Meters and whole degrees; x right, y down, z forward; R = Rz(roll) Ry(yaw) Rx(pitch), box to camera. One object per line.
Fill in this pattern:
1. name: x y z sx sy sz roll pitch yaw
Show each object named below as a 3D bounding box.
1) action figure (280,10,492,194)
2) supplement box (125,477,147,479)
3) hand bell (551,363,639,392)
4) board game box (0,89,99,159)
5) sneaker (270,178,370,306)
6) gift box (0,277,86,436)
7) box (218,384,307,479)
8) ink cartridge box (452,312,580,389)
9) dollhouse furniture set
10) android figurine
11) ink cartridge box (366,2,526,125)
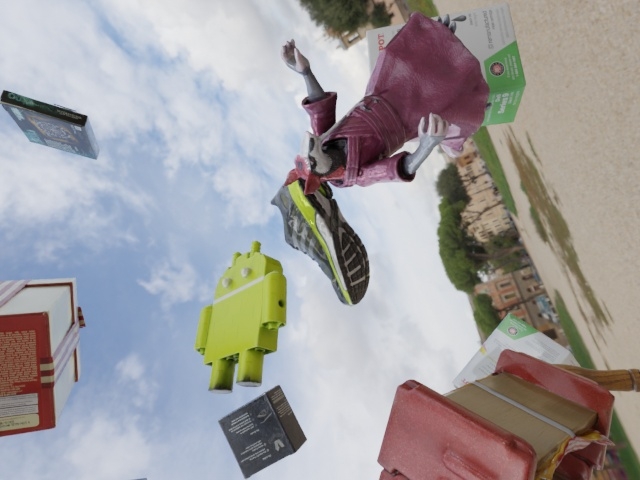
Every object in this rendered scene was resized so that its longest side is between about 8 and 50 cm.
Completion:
1. action figure: 0.084 -0.191 0.673 0.248 0.370 0.275 48 168 14
2. supplement box: -0.345 0.499 0.754 0.056 0.083 0.083 14 -98 -34
3. hand bell: 0.351 0.161 0.475 0.126 0.242 0.126 -7 -90 -68
4. board game box: -0.491 -0.207 0.767 0.126 0.186 0.026 15 -103 -21
5. sneaker: 0.000 0.000 0.853 0.111 0.121 0.299 -20 -97 -50
6. gift box: -0.609 0.223 0.779 0.258 0.255 0.276 -152 68 -67
7. box: -0.146 0.480 1.044 0.158 0.156 0.093 60 -168 14
8. ink cartridge box: 0.422 0.294 0.903 0.093 0.212 0.154 40 180 -37
9. dollhouse furniture set: 0.232 0.222 0.267 0.201 0.374 0.152 3 -80 -40
10. android figurine: -0.144 0.130 0.752 0.056 0.248 0.272 26 -128 -37
11. ink cartridge box: 0.248 -0.346 0.866 0.121 0.289 0.211 54 -148 -67
